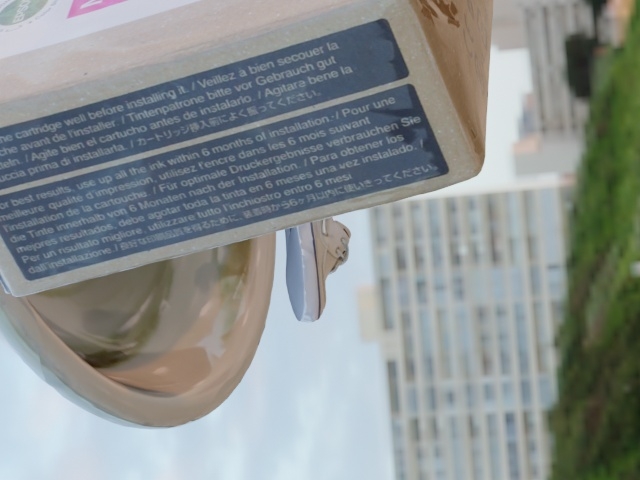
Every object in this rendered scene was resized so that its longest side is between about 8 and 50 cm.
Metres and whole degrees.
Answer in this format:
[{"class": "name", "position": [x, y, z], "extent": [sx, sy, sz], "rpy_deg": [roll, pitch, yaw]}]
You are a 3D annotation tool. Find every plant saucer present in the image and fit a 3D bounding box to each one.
[{"class": "plant saucer", "position": [-0.159, -0.080, 1.139], "extent": [0.400, 0.101, 0.400], "rpy_deg": [43, -140, -52]}]

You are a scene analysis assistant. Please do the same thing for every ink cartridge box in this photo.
[{"class": "ink cartridge box", "position": [-0.033, -0.099, 0.768], "extent": [0.234, 0.193, 0.088], "rpy_deg": [-81, -28, -52]}]

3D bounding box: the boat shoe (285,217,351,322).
[{"class": "boat shoe", "position": [0.000, 0.000, 1.042], "extent": [0.035, 0.035, 0.100], "rpy_deg": [109, 160, -51]}]
